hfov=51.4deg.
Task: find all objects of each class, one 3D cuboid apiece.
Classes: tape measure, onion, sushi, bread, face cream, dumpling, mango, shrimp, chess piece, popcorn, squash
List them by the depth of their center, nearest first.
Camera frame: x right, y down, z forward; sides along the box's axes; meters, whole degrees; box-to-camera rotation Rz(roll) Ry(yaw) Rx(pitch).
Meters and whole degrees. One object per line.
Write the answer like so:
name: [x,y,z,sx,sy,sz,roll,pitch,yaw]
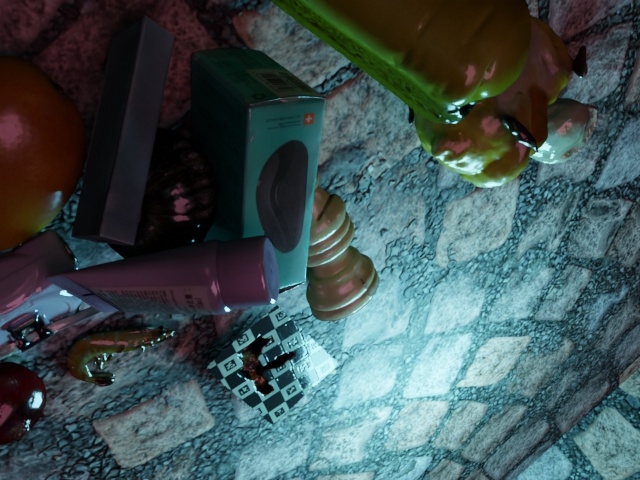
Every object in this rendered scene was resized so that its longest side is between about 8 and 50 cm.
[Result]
mango: [-0.377,-0.098,0.806,0.175,0.139,0.254,-2,131,-29]
bread: [0.091,-0.315,0.833,0.208,0.376,0.251,-49,180,8]
face cream: [-0.195,0.057,0.869,0.273,0.096,0.154,-8,159,7]
tape measure: [-0.406,0.089,0.908,0.196,0.105,0.178,-35,165,-15]
squash: [-0.226,-0.059,0.911,0.193,0.193,0.156,-57,157,13]
onion: [-0.478,0.248,1.000,0.131,0.131,0.131,-20,131,-24]
popcorn: [0.260,-0.235,1.098,0.316,0.281,0.297,-16,100,-45]
shrimp: [-0.338,0.199,1.129,0.178,0.034,0.124,-7,128,-31]
chess piece: [0.000,0.000,1.183,0.138,0.124,0.307,-13,132,14]
sushi: [-0.101,0.243,1.328,0.192,0.043,0.279,-42,136,-3]
dumpling: [0.478,-0.224,1.362,0.199,0.118,0.136,0,122,-11]

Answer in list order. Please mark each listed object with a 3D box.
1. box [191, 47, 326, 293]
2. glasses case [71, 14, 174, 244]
box: [-0.101,-0.096,0.961,0.118,0.205,0.311,-11,126,-26]
glasses case: [-0.239,-0.129,0.815,0.056,0.105,0.266,15,80,-37]
